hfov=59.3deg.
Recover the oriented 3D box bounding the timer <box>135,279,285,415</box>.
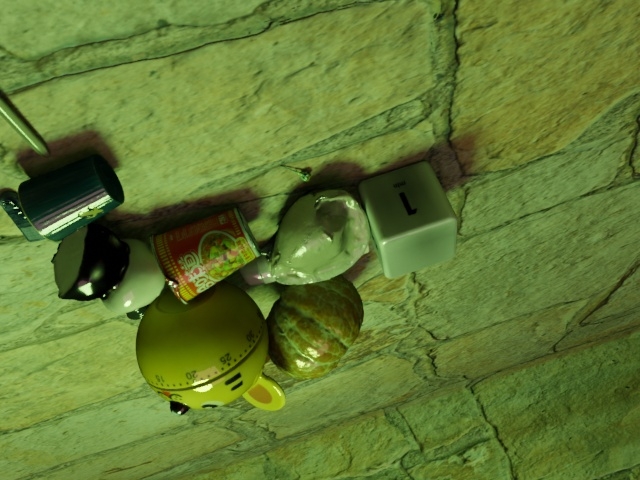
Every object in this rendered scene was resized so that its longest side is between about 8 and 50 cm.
[{"bbox_3d":[-0.291,0.302,1.471,0.375,0.376,0.387,-17,117,-1],"label":"timer"}]

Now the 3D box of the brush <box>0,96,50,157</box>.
[{"bbox_3d":[-0.545,-0.231,0.946,0.039,0.042,0.299,-53,153,-20],"label":"brush"}]

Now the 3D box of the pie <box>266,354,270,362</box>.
[{"bbox_3d":[-0.222,0.381,1.926,0.163,0.079,0.193,-28,146,8],"label":"pie"}]

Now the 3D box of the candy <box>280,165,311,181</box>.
[{"bbox_3d":[-0.058,-0.157,1.296,0.083,0.025,0.023,17,106,-28],"label":"candy"}]

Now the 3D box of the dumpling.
[{"bbox_3d":[-0.012,-0.012,1.387,0.204,0.163,0.293,10,124,-49],"label":"dumpling"}]

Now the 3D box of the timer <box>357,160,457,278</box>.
[{"bbox_3d":[0.218,-0.050,1.413,0.194,0.195,0.192,-19,146,0],"label":"timer"}]

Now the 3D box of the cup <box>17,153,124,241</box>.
[{"bbox_3d":[-0.479,-0.087,1.122,0.155,0.131,0.176,-25,175,4],"label":"cup"}]

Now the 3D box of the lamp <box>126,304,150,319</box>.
[{"bbox_3d":[-0.373,0.245,1.633,0.371,0.109,0.130,22,125,-43],"label":"lamp"}]

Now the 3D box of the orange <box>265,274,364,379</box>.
[{"bbox_3d":[-0.026,0.237,1.612,0.249,0.329,0.329,39,128,-1],"label":"orange"}]

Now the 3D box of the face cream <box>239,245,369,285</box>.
[{"bbox_3d":[-0.046,0.039,1.500,0.345,0.102,0.102,-19,146,0],"label":"face cream"}]

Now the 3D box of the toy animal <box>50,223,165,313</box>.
[{"bbox_3d":[-0.467,0.067,1.273,0.165,0.187,0.235,-45,140,15],"label":"toy animal"}]

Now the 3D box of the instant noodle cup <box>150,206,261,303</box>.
[{"bbox_3d":[-0.261,0.023,1.326,0.212,0.193,0.193,-26,146,-2],"label":"instant noodle cup"}]

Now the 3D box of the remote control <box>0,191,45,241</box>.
[{"bbox_3d":[-0.627,-0.046,1.181,0.043,0.027,0.153,-17,148,-9],"label":"remote control"}]
